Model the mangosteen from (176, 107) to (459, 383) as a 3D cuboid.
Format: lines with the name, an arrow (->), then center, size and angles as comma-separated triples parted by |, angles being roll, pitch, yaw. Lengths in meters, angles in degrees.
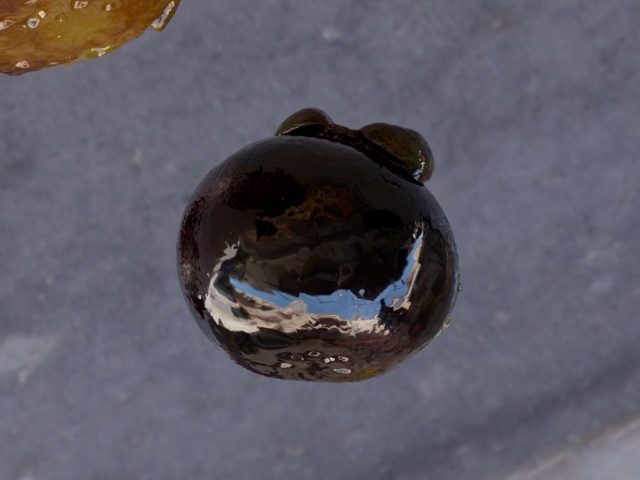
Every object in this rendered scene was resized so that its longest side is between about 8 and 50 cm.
mangosteen -> 0.000, 0.000, 0.918 | 0.152, 0.152, 0.152 | -19, 143, -15

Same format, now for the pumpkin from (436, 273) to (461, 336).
pumpkin -> 0.018, 0.006, 1.278 | 0.146, 0.190, 0.190 | -22, 144, -4

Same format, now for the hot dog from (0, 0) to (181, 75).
hot dog -> -0.136, -0.179, 0.787 | 0.175, 0.114, 0.259 | -14, 159, -8
